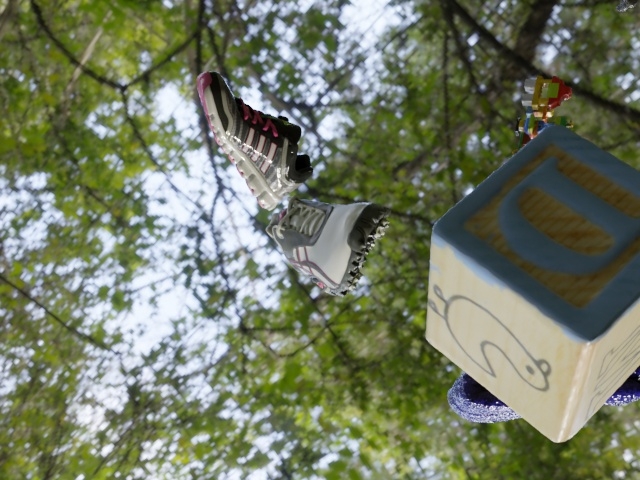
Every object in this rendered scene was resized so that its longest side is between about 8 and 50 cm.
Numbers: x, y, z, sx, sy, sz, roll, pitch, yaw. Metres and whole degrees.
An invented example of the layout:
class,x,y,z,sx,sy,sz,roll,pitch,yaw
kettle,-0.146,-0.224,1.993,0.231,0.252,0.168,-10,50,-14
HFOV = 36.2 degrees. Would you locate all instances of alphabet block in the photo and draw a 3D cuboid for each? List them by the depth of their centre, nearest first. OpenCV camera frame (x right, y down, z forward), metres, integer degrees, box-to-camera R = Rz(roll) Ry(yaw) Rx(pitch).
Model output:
class,x,y,z,sx,sy,sz,roll,pitch,yaw
alphabet block,0.233,0.042,0.962,0.193,0.197,0.192,-37,-122,-22

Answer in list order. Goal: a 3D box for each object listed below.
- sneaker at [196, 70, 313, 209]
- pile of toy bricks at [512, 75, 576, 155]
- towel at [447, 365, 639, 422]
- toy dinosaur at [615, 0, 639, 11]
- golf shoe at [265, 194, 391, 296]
class,x,y,z,sx,sy,sz,roll,pitch,yaw
sneaker,-0.060,-0.107,0.960,0.170,0.075,0.063,58,-172,-39
pile of toy bricks,0.402,-0.175,1.712,0.118,0.105,0.212,54,-134,-57
towel,0.276,0.185,1.211,0.308,0.228,0.076,65,-167,-76
toy dinosaur,0.172,-0.106,0.416,0.064,0.268,0.118,-23,-127,-13
golf shoe,0.000,0.000,1.150,0.120,0.273,0.105,31,-103,-5
